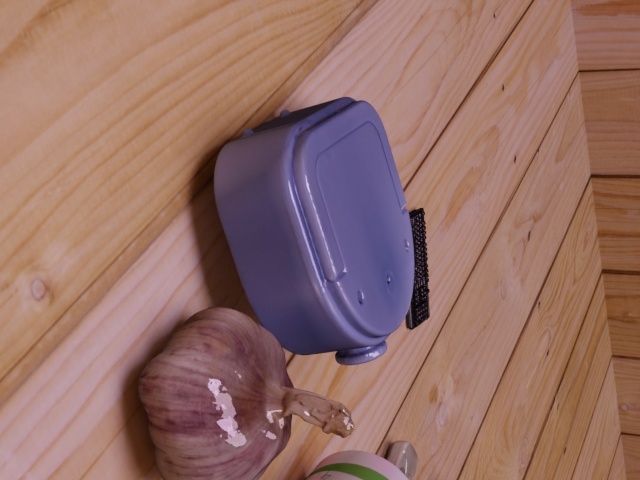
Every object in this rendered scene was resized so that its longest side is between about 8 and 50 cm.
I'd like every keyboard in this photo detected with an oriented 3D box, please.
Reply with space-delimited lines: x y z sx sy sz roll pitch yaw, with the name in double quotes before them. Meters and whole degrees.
"keyboard" 0.188 0.054 2.048 0.094 0.025 0.230 -29 118 -55

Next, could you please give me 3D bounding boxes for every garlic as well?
"garlic" -0.081 0.214 1.327 0.245 0.253 0.245 4 90 -71

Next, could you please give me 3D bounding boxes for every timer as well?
"timer" 0.000 0.000 1.512 0.395 0.173 0.395 -12 90 -67

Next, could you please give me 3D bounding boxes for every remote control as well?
"remote control" 0.123 0.480 1.937 0.230 0.049 0.090 -66 146 -35

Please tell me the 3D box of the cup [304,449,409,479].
"cup" 0.023 0.465 1.574 0.274 0.253 0.253 -48 134 -62
